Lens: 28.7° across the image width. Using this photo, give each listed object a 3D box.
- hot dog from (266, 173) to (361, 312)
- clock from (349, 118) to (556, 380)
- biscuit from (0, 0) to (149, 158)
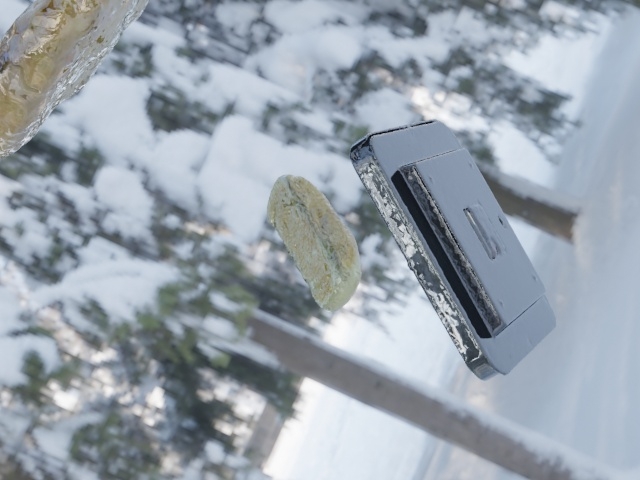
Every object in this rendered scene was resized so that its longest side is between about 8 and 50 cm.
[{"bbox_3d":[0.000,0.000,1.796,0.242,0.073,0.084,58,139,39],"label":"hot dog"},{"bbox_3d":[0.155,-0.002,1.331,0.049,0.278,0.273,-31,-3,24],"label":"clock"},{"bbox_3d":[-0.271,-0.277,1.478,0.429,0.104,0.446,-54,14,-1],"label":"biscuit"}]
